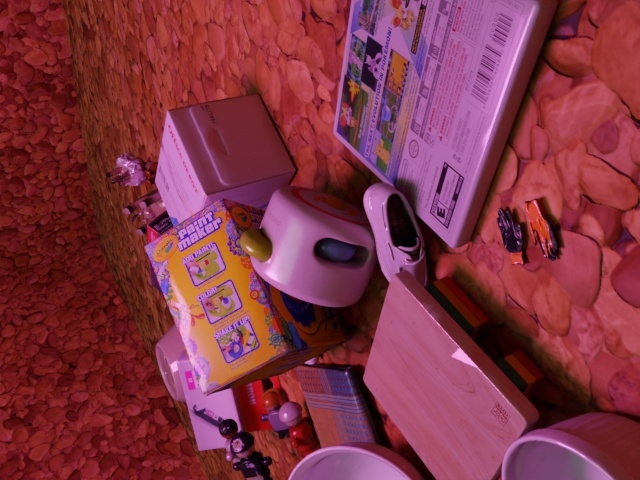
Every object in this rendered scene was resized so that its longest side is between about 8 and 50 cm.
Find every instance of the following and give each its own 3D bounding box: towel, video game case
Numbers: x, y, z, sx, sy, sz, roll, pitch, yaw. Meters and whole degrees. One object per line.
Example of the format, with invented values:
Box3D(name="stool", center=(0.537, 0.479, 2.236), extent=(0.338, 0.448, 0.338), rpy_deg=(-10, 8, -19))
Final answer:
Box3D(name="towel", center=(0.066, 0.436, 1.277), extent=(0.271, 0.040, 0.370), rpy_deg=(-19, 90, 63))
Box3D(name="video game case", center=(0.126, -0.202, 0.780), extent=(0.300, 0.036, 0.329), rpy_deg=(50, 147, 36))

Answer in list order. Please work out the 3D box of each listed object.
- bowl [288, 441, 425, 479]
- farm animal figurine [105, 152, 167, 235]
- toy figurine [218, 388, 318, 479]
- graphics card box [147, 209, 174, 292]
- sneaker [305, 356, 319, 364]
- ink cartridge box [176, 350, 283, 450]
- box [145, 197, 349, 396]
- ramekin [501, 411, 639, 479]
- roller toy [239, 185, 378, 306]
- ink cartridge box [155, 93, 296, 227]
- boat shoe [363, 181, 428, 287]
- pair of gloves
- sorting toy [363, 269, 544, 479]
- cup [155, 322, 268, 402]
Box3D(name="bowl", center=(0.091, 0.483, 1.097), extent=(0.298, 0.134, 0.297), rpy_deg=(5, 101, 25))
Box3D(name="farm animal figurine", center=(-0.377, -0.086, 1.635), extent=(0.327, 0.172, 0.330), rpy_deg=(8, 127, 37))
Box3D(name="toy figurine", center=(-0.136, 0.476, 1.495), extent=(0.209, 0.213, 0.148), rpy_deg=(10, 127, 65))
Box3D(name="graphics card box", center=(-0.259, 0.108, 1.483), extent=(0.371, 0.094, 0.232), rpy_deg=(32, 138, 16))
Box3D(name="sneaker", center=(-0.051, 0.206, 1.350), extent=(0.152, 0.054, 0.061), rpy_deg=(37, 132, 37))
Box3D(name="ink cartridge box", center=(-0.225, 0.407, 1.592), extent=(0.060, 0.239, 0.275), rpy_deg=(-87, -12, -72))
Box3D(name="box", center=(-0.123, 0.101, 1.113), extent=(0.177, 0.290, 0.279), rpy_deg=(-30, 76, 17))
Box3D(name="ramekin", center=(0.310, 0.287, 0.656), extent=(0.207, 0.109, 0.207), rpy_deg=(41, 140, 46))
Box3D(name="roller toy", center=(0.000, 0.000, 0.952), extent=(0.191, 0.209, 0.146), rpy_deg=(27, 105, 18))
Box3D(name="ink cartridge box", center=(-0.208, -0.133, 1.265), extent=(0.198, 0.197, 0.270), rpy_deg=(64, 152, 16))
Box3D(name="boat shoe", center=(0.118, 0.004, 0.861), extent=(0.063, 0.066, 0.184), rpy_deg=(33, 143, 65))
Box3D(name="pair of gloves", center=(0.241, -0.008, 0.712), extent=(0.083, 0.010, 0.074), rpy_deg=(-18, 91, 66))
Box3D(name="sorting toy", center=(0.186, 0.204, 0.857), extent=(0.257, 0.089, 0.255), rpy_deg=(50, 146, 36))
Box3D(name="cup", center=(-0.327, 0.333, 1.736), extent=(0.331, 0.237, 0.331), rpy_deg=(41, 140, 45))
